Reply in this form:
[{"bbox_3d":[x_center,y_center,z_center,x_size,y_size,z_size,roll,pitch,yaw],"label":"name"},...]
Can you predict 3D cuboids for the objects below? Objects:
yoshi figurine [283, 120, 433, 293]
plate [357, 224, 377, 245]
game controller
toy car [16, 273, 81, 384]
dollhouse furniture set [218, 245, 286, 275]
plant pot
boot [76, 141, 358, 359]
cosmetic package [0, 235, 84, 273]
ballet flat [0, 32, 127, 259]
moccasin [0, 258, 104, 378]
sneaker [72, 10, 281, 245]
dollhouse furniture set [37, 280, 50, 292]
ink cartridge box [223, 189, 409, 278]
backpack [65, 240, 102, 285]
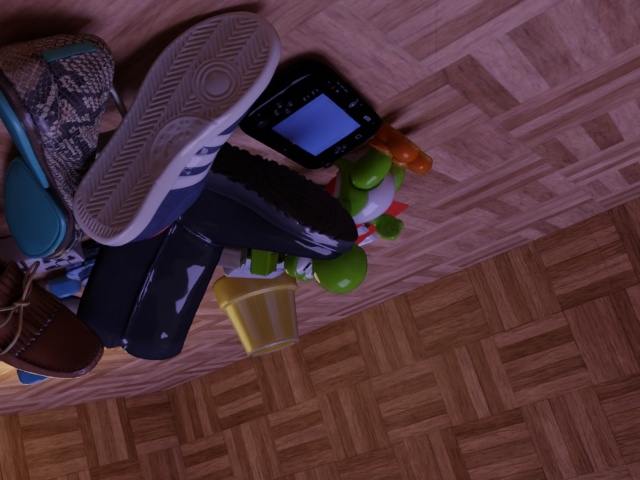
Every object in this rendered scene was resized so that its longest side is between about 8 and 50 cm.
[{"bbox_3d":[0.084,-0.037,1.331,0.362,0.203,0.203,-51,-162,10],"label":"yoshi figurine"},{"bbox_3d":[0.000,0.000,1.870,0.278,0.045,0.277,-21,165,11],"label":"plate"},{"bbox_3d":[-0.008,-0.199,1.126,0.166,0.067,0.319,-23,165,19],"label":"game controller"},{"bbox_3d":[-0.646,0.188,1.618,0.210,0.219,0.238,-14,-167,-16],"label":"toy car"},{"bbox_3d":[-0.218,-0.041,1.321,0.302,0.151,0.197,9,-172,8],"label":"dollhouse furniture set"},{"bbox_3d":[-0.177,0.218,2.071,0.254,0.239,0.254,-16,165,-4],"label":"plant pot"},{"bbox_3d":[-0.196,0.059,1.151,0.445,0.367,0.146,-58,-172,30],"label":"boot"},{"bbox_3d":[-0.592,0.036,1.303,0.239,0.060,0.099,-16,164,-8],"label":"cosmetic package"},{"bbox_3d":[-0.343,-0.111,0.936,0.182,0.164,0.483,-31,171,-29],"label":"ballet flat"},{"bbox_3d":[-0.521,0.091,1.099,0.139,0.380,0.147,-50,179,-31],"label":"moccasin"},{"bbox_3d":[-0.175,-0.141,0.891,0.350,0.131,0.148,-47,170,5],"label":"sneaker"},{"bbox_3d":[-0.638,0.136,1.293,0.259,0.135,0.262,3,-165,42],"label":"dollhouse furniture set"},{"bbox_3d":[-0.004,-0.002,1.652,0.385,0.091,0.308,7,148,-38],"label":"ink cartridge box"},{"bbox_3d":[-0.482,0.053,1.441,0.114,0.084,0.105,-17,163,9],"label":"backpack"}]
